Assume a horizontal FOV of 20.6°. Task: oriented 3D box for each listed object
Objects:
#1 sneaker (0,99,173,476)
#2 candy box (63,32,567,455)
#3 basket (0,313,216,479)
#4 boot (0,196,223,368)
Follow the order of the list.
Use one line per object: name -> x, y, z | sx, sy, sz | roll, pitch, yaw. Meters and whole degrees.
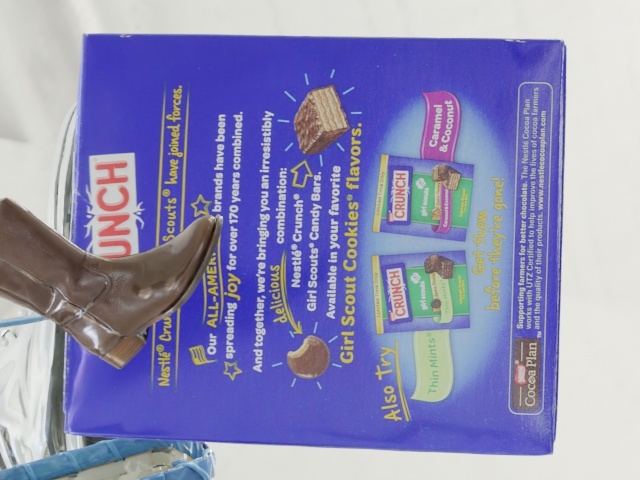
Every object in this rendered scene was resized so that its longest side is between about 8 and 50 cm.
sneaker -> -0.293, 0.067, 1.860 | 0.169, 0.257, 0.447 | 18, -113, -50
candy box -> 0.000, 0.000, 1.167 | 0.122, 0.317, 0.268 | 23, -111, -83
basket -> -0.214, 0.196, 1.481 | 0.255, 0.201, 0.289 | -11, -80, -20
boot -> -0.120, 0.002, 0.884 | 0.114, 0.037, 0.106 | 34, -73, -18
